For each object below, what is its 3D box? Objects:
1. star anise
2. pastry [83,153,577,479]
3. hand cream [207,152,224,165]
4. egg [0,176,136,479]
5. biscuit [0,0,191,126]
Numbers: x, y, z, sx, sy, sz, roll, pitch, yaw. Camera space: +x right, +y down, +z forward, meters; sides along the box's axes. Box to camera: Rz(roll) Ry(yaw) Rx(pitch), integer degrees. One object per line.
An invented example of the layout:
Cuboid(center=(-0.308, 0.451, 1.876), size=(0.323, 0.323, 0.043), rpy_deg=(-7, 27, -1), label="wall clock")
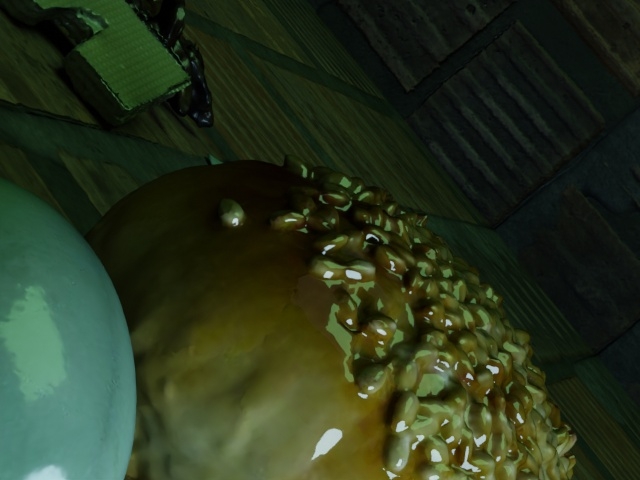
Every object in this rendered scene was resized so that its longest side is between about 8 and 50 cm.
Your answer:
Cuboid(center=(-0.191, -0.243, 1.729), size=(0.272, 0.102, 0.272), rpy_deg=(45, 18, -19), label="star anise")
Cuboid(center=(0.012, 0.103, 1.062), size=(0.409, 0.245, 0.409), rpy_deg=(48, 11, -13), label="pastry")
Cuboid(center=(0.000, 0.000, 1.798), size=(0.321, 0.067, 0.109), rpy_deg=(33, 21, -38), label="hand cream")
Cuboid(center=(-0.170, 0.064, 0.726), size=(0.168, 0.168, 0.231), rpy_deg=(38, 18, -42), label="egg")
Cuboid(center=(-0.245, -0.226, 1.560), size=(0.250, 0.046, 0.147), rpy_deg=(49, 29, -2), label="biscuit")
